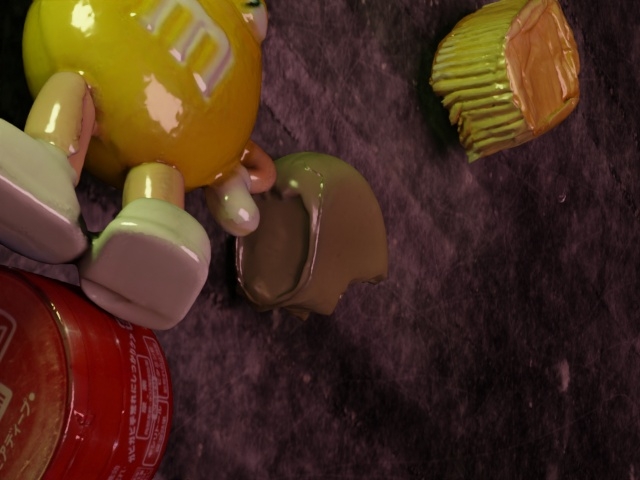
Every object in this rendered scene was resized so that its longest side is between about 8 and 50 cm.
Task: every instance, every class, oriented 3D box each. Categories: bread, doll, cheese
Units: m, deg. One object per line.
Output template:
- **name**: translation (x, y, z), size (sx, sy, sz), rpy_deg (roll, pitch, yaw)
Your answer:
- **bread**: translation (0.237, -0.212, 1.689), size (0.250, 0.133, 0.179), rpy_deg (-49, 126, -49)
- **doll**: translation (-0.161, -0.122, 1.006), size (0.348, 0.161, 0.423), rpy_deg (22, 45, -47)
- **cheese**: translation (0.000, 0.000, 1.366), size (0.202, 0.091, 0.175), rpy_deg (20, 76, -56)

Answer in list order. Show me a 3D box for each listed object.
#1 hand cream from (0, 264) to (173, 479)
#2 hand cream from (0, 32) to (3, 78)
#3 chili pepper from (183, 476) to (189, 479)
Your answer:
- **hand cream**: translation (-0.212, 0.118, 0.943), size (0.125, 0.193, 0.193), rpy_deg (27, 69, -57)
- **hand cream**: translation (-0.293, -0.132, 0.955), size (0.163, 0.039, 0.062), rpy_deg (-15, 102, -63)
- **chili pepper**: translation (-0.128, 0.267, 1.238), size (0.030, 0.034, 0.091), rpy_deg (5, 87, -24)
